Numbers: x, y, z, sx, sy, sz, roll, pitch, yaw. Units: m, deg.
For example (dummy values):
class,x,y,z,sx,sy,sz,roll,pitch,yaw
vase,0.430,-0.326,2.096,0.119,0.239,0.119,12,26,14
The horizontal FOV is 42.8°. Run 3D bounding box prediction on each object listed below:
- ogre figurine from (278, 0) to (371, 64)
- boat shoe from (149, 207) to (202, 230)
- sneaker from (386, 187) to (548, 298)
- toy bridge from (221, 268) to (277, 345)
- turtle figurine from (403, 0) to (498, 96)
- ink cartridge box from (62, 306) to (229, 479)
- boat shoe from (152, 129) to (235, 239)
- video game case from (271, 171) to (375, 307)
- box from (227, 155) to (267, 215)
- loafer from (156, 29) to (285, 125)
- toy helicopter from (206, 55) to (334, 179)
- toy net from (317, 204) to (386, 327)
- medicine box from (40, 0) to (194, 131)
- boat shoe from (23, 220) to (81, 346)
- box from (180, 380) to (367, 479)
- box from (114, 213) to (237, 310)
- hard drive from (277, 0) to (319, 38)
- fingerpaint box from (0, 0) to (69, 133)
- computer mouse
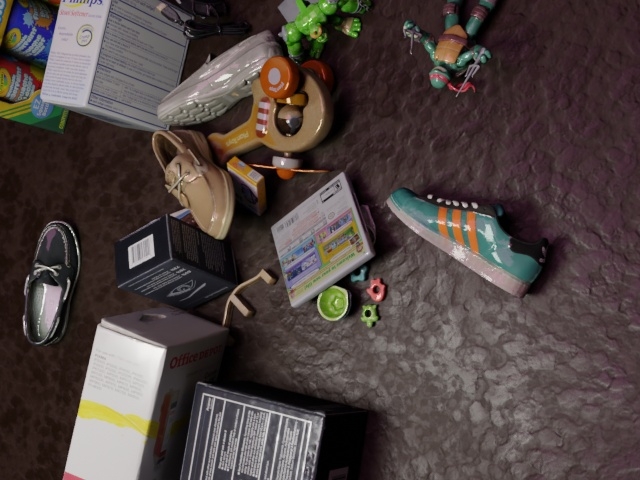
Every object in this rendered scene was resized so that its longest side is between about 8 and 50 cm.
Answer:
class,x,y,z,sx,sy,sz,roll,pitch,yaw
ogre figurine,-0.003,-0.431,1.633,0.197,0.118,0.097,-12,78,30
boat shoe,-0.284,-0.040,1.789,0.183,0.066,0.066,-18,95,22
sneaker,0.261,-0.028,1.440,0.302,0.108,0.121,35,101,21
toy bridge,-0.165,0.135,1.713,0.063,0.026,0.188,43,106,30
turtle figurine,0.238,-0.364,1.484,0.175,0.118,0.234,19,78,17
ink cartridge box,-0.344,0.347,1.618,0.160,0.279,0.385,16,97,18
boat shoe,-0.268,-0.119,1.675,0.341,0.110,0.122,56,129,47
video game case,0.000,0.000,1.598,0.212,0.023,0.193,-36,54,29
box,-0.150,-0.107,1.685,0.081,0.136,0.028,36,67,18
loafer,-0.219,-0.346,1.762,0.319,0.112,0.111,-22,68,19
toy helicopter,-0.111,-0.215,1.689,0.355,0.140,0.235,-21,83,38
toy net,0.071,0.045,1.573,0.122,0.045,0.232,9,88,32
medicine box,-0.443,-0.410,1.805,0.149,0.263,0.289,13,90,31
boat shoe,-0.643,0.103,1.945,0.114,0.091,0.302,2,90,2
box,-0.095,0.436,1.543,0.294,0.183,0.296,8,86,30
box,-0.297,0.051,1.690,0.153,0.207,0.108,-25,59,25
hard drive,-0.017,-0.501,1.705,0.135,0.022,0.094,-41,66,20
fingerpaint box,-0.734,-0.516,1.931,0.163,0.371,0.445,19,93,31
computer mouse,-0.294,-0.514,1.791,0.262,0.184,0.060,50,134,23
